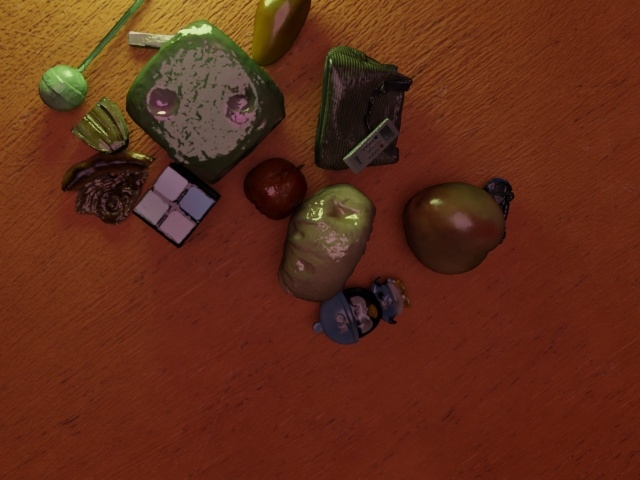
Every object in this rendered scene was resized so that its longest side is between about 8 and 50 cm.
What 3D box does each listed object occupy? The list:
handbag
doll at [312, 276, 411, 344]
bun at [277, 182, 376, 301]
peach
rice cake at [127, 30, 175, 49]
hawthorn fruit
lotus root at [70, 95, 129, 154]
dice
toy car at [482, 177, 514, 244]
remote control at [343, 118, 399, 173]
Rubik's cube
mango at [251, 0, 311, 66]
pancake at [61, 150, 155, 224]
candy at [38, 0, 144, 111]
[{"bbox_3d":[0.110,-0.361,1.549,0.240,0.247,0.341,4,112,-6],"label":"handbag"},{"bbox_3d":[0.123,0.218,1.696,0.313,0.141,0.177,-21,97,-6],"label":"doll"},{"bbox_3d":[0.000,0.000,1.552,0.210,0.360,0.360,25,95,-6],"label":"bun"},{"bbox_3d":[0.383,-0.039,1.617,0.292,0.292,0.248,14,55,-8],"label":"peach"},{"bbox_3d":[-0.444,-0.567,1.565,0.206,0.036,0.047,3,101,-6],"label":"rice cake"},{"bbox_3d":[-0.117,-0.162,1.597,0.200,0.179,0.179,-38,101,-10],"label":"hawthorn fruit"},{"bbox_3d":[-0.612,-0.309,1.567,0.143,0.070,0.144,-39,92,-3],"label":"lotus root"},{"bbox_3d":[-0.296,-0.359,1.470,0.330,0.322,0.318,43,92,-9],"label":"dice"},{"bbox_3d":[0.542,-0.090,1.733,0.103,0.063,0.216,9,94,-8],"label":"toy car"},{"bbox_3d":[0.134,-0.253,1.466,0.162,0.029,0.061,-43,125,1],"label":"remote control"},{"bbox_3d":[-0.405,-0.106,1.567,0.167,0.183,0.180,39,90,-12],"label":"Rubik's cube"},{"bbox_3d":[-0.125,-0.616,1.557,0.138,0.113,0.253,28,102,-14],"label":"mango"},{"bbox_3d":[-0.627,-0.176,1.594,0.212,0.056,0.258,30,94,-9],"label":"pancake"},{"bbox_3d":[-0.612,-0.539,1.527,0.119,0.119,0.440,41,86,-10],"label":"candy"}]
